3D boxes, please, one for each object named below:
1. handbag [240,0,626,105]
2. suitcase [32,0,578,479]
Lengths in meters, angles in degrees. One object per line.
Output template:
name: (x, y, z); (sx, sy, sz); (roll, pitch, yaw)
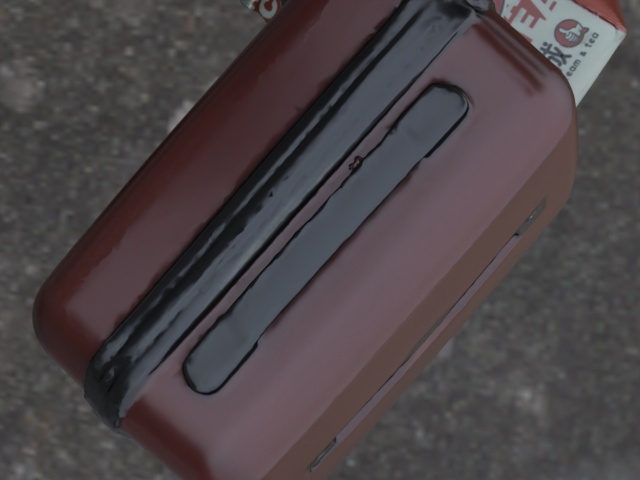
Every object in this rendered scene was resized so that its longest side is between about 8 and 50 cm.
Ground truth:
handbag: (0.091, -0.208, 1.637); (0.171, 0.298, 0.151); (-57, -170, 26)
suitcase: (0.000, 0.000, 1.064); (0.297, 0.161, 0.236); (-48, 167, -4)
